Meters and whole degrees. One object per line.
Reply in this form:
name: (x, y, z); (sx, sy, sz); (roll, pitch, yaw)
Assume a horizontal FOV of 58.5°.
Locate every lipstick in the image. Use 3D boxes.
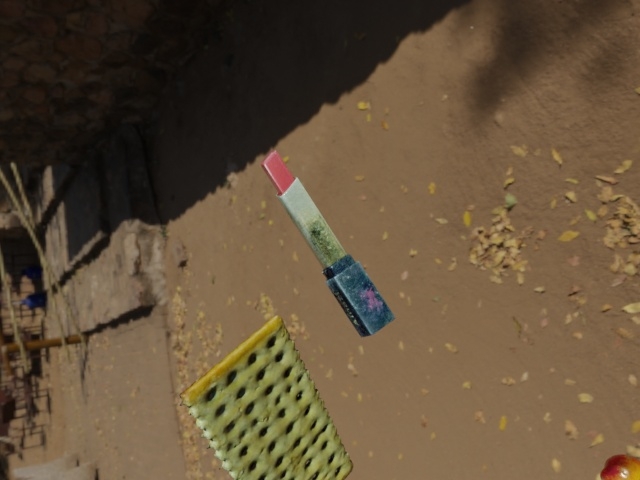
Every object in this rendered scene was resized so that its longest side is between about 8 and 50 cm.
lipstick: (0.000, 0.000, 0.851); (0.312, 0.051, 0.051); (57, 161, 1)

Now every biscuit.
biscuit: (-0.045, 0.209, 0.606); (0.016, 0.139, 0.231); (4, 124, 47)

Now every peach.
peach: (0.672, 0.518, 1.260); (0.101, 0.101, 0.100); (8, 99, 56)
